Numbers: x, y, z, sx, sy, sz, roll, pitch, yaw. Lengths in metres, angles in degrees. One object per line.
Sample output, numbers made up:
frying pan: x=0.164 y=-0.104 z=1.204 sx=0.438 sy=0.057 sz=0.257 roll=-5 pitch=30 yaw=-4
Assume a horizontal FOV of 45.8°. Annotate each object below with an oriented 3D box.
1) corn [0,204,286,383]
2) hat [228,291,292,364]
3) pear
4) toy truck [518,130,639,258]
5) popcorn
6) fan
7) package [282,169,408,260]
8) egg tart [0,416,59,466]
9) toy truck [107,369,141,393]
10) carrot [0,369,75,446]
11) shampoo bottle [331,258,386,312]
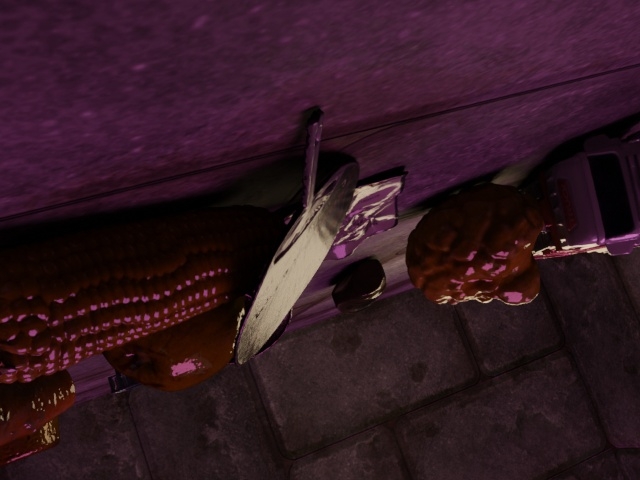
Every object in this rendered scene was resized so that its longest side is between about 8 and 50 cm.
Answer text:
corn: x=-0.156 y=0.030 z=0.637 sx=0.305 sy=0.106 sz=0.106 roll=-20 pitch=173 yaw=-37
hat: x=-0.149 y=0.108 z=1.228 sx=0.193 sy=0.082 sz=0.193 roll=-13 pitch=132 yaw=-15
pear: x=-0.153 y=0.081 z=0.774 sx=0.149 sy=0.148 sz=0.162 roll=-23 pitch=-168 yaw=20
toy truck: x=0.431 y=-0.056 z=1.203 sx=0.207 sy=0.173 sz=0.387 roll=-12 pitch=175 yaw=4
popcorn: x=0.244 y=0.020 z=1.152 sx=0.226 sy=0.203 sz=0.200 roll=-40 pitch=179 yaw=8
fan: x=-0.030 y=0.017 z=0.678 sx=0.223 sy=0.012 sz=0.294 roll=-60 pitch=169 yaw=0
package: x=0.026 y=-0.025 z=0.931 sx=0.166 sy=0.040 sz=0.232 roll=-23 pitch=164 yaw=-2
egg tart: x=-0.593 y=0.351 z=1.468 sx=0.203 sy=0.147 sz=0.202 roll=-21 pitch=173 yaw=-3
toy truck: x=-0.207 y=0.116 z=0.996 sx=0.178 sy=0.115 sz=0.080 roll=-23 pitch=171 yaw=5
carrot: x=-0.542 y=0.277 z=1.212 sx=0.139 sy=0.138 sz=0.302 roll=-27 pitch=176 yaw=38
shampoo bottle: x=0.091 y=0.108 z=1.727 sx=0.126 sy=0.084 sz=0.350 roll=-22 pitch=171 yaw=-5
